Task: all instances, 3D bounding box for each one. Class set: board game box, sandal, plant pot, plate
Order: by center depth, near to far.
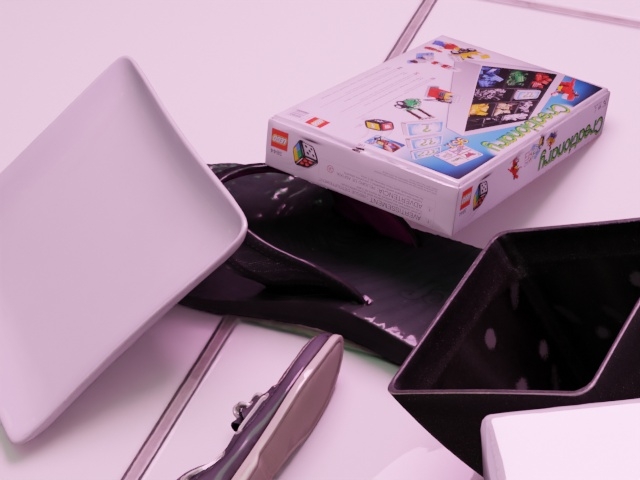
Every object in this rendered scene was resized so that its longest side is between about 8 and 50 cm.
[{"bbox_3d":[0.199,0.107,1.144,0.187,0.167,0.188,-5,38,46],"label":"plant pot"},{"bbox_3d":[0.002,-0.001,1.345,0.446,0.107,0.167,16,50,23],"label":"sandal"},{"bbox_3d":[-0.208,0.006,1.351,0.277,0.045,0.278,-44,49,8],"label":"plate"},{"bbox_3d":[0.115,-0.106,1.395,0.193,0.053,0.305,23,32,27],"label":"board game box"}]

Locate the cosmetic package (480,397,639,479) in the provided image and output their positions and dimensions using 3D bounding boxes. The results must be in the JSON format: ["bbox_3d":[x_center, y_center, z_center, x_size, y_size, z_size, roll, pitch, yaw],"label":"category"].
[{"bbox_3d":[0.343,0.216,0.999,0.453,0.230,0.161,-7,46,3],"label":"cosmetic package"}]

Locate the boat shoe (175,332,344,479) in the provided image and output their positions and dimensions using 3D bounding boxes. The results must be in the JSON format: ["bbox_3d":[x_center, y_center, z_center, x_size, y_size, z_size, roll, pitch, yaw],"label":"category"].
[{"bbox_3d":[-0.051,0.147,1.233,0.065,0.075,0.206,22,57,23],"label":"boat shoe"}]
